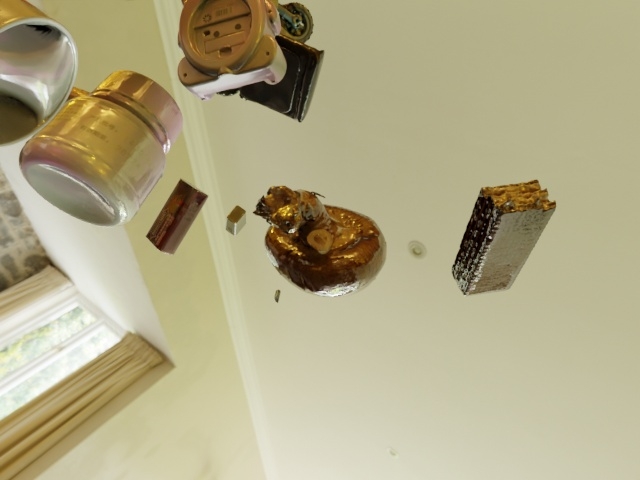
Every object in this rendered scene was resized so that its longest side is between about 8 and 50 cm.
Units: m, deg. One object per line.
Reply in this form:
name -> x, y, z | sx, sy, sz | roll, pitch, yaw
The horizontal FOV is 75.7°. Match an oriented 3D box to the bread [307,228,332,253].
bread -> 0.000, -0.001, 0.952 | 0.062, 0.049, 0.103 | 42, -7, 4

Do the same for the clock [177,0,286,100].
clock -> -0.195, -0.439, 0.869 | 0.228, 0.090, 0.247 | -9, -99, 12

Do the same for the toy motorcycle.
toy motorcycle -> -0.222, -0.649, 1.298 | 0.237, 0.410, 0.169 | 52, -8, -22

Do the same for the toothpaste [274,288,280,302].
toothpaste -> -0.156, 0.198, 1.486 | 0.019, 0.083, 0.027 | -20, -70, 8

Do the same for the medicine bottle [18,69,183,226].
medicine bottle -> -0.466, -0.209, 0.921 | 0.241, 0.301, 0.241 | 13, -33, 9

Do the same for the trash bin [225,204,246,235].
trash bin -> -0.255, -0.062, 1.239 | 0.043, 0.061, 0.092 | 34, -24, 2

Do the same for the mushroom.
mushroom -> -0.007, -0.023, 1.114 | 0.331, 0.334, 0.356 | 11, -55, 53

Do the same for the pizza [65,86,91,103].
pizza -> -0.781, -0.421, 1.413 | 0.278, 0.114, 0.409 | 31, -11, -35

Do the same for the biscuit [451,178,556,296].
biscuit -> 0.324, 0.001, 0.751 | 0.252, 0.106, 0.070 | 90, -9, -47

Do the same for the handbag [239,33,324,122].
handbag -> -0.116, -0.474, 1.169 | 0.223, 0.080, 0.247 | 25, -33, -1

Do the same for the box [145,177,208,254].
box -> -0.454, -0.076, 1.301 | 0.120, 0.224, 0.069 | 34, 3, 38

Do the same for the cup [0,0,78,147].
cup -> -0.556, -0.306, 0.575 | 0.317, 0.212, 0.212 | 34, -39, -6
